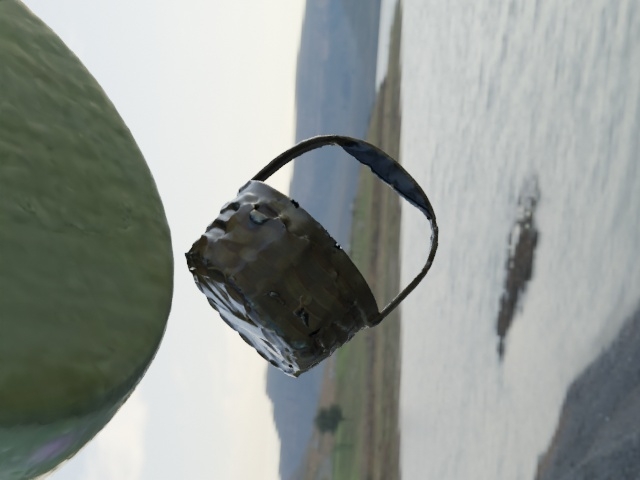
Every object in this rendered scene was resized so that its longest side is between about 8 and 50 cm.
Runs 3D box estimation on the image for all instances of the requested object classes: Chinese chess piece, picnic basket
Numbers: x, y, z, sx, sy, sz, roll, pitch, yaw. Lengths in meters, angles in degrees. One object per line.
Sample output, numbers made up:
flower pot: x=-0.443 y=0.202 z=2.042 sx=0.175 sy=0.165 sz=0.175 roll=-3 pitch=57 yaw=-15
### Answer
Chinese chess piece: x=-0.171 y=-0.015 z=0.379 sx=0.250 sy=0.101 sz=0.250 roll=41 pitch=-152 yaw=-28
picnic basket: x=0.000 y=0.000 z=0.361 sx=0.083 sy=0.072 sz=0.072 roll=-42 pitch=-18 yaw=-16
